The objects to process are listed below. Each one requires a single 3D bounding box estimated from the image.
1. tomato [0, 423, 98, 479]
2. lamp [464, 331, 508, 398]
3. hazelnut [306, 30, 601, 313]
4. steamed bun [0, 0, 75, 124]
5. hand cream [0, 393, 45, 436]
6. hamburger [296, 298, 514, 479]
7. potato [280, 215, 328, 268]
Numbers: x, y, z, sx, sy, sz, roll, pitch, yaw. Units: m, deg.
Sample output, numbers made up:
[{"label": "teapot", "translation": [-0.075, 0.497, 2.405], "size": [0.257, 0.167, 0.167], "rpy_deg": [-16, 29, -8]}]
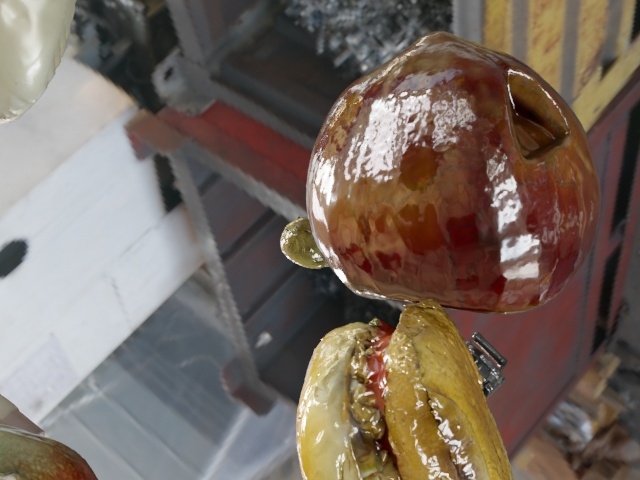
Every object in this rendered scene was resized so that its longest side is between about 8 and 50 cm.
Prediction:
[{"label": "tomato", "translation": [-0.349, 0.299, 1.095], "size": [0.303, 0.303, 0.239], "rpy_deg": [11, 99, 53]}, {"label": "lamp", "translation": [0.221, 0.256, 1.858], "size": [0.147, 0.227, 0.172], "rpy_deg": [44, 176, 5]}, {"label": "hazelnut", "translation": [0.197, -0.074, 1.582], "size": [0.429, 0.402, 0.402], "rpy_deg": [-1, 130, 56]}, {"label": "steamed bun", "translation": [-0.368, -0.303, 1.174], "size": [0.219, 0.324, 0.310], "rpy_deg": [16, -173, -21]}, {"label": "hand cream", "translation": [-0.442, 0.180, 1.308], "size": [0.248, 0.083, 0.133], "rpy_deg": [35, 131, 9]}, {"label": "hamburger", "translation": [0.078, 0.182, 1.065], "size": [0.244, 0.163, 0.244], "rpy_deg": [57, -161, -33]}, {"label": "potato", "translation": [0.000, 0.000, 1.850], "size": [0.070, 0.138, 0.091], "rpy_deg": [-27, 74, 59]}]
